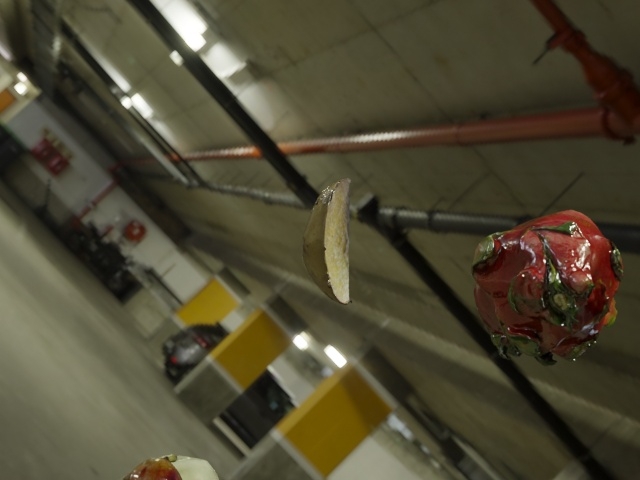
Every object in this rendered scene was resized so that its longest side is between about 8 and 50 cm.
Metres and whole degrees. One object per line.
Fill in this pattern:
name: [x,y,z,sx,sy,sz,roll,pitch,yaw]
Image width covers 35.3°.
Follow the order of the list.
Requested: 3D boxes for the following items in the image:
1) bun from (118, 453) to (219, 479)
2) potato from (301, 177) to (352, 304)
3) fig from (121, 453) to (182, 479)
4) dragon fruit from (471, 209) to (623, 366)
bun: [-0.236,0.385,1.354,0.133,0.231,0.231,27,-10,3]
potato: [-0.001,0.001,0.738,0.036,0.093,0.037,0,-1,34]
fig: [-0.201,0.295,1.232,0.089,0.089,0.125,50,22,-25]
dragon fruit: [0.274,0.081,1.244,0.198,0.200,0.269,10,-52,4]
